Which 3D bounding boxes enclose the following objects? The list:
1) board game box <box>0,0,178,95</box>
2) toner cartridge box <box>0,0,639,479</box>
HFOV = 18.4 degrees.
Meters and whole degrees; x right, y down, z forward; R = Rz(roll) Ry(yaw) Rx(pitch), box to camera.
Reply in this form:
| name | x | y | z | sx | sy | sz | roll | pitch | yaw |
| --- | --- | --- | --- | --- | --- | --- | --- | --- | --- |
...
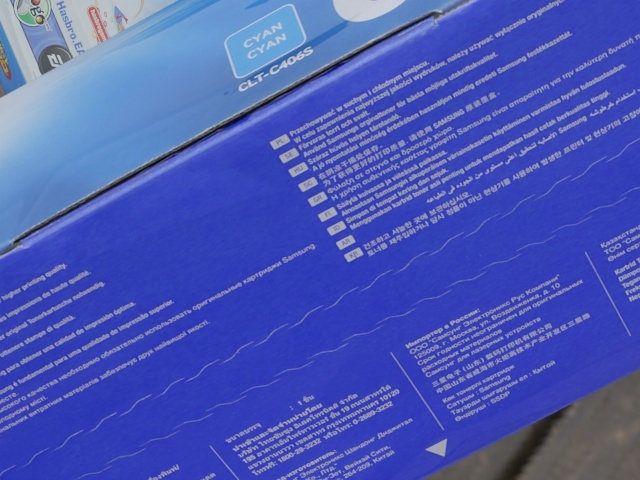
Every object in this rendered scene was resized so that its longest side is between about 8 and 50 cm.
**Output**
| name | x | y | z | sx | sy | sz | roll | pitch | yaw |
| --- | --- | --- | --- | --- | --- | --- | --- | --- | --- |
| board game box | -0.198 | -0.310 | 1.829 | 0.302 | 0.308 | 0.086 | -26 | 13 | -22 |
| toner cartridge box | 0.000 | 0.000 | 0.611 | 0.348 | 0.165 | 0.075 | -28 | 39 | 7 |
